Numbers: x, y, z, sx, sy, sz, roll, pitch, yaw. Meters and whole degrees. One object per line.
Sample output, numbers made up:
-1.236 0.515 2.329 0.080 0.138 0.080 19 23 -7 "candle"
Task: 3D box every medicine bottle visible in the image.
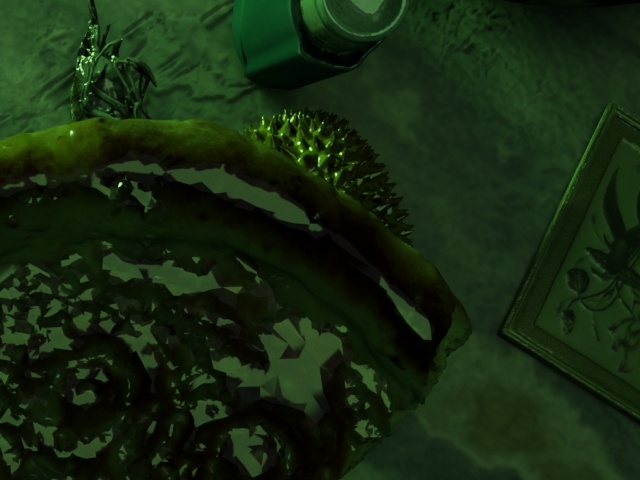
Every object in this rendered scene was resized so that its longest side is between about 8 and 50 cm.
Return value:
-0.002 -0.172 1.124 0.079 0.258 0.124 15 89 -15 "medicine bottle"

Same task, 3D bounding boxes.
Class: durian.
0.000 0.000 1.143 0.146 0.102 0.208 -13 82 -27 "durian"

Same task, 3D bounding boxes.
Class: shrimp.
-0.147 -0.101 1.147 0.065 0.056 0.165 -6 86 -4 "shrimp"

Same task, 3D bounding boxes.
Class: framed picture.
0.256 0.023 1.267 0.173 0.010 0.231 31 67 -7 "framed picture"

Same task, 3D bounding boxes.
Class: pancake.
-0.124 0.064 1.053 0.426 0.067 0.305 25 89 -11 "pancake"

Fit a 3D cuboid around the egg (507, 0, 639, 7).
0.179 -0.315 1.194 0.379 0.287 0.288 21 68 -18 "egg"
